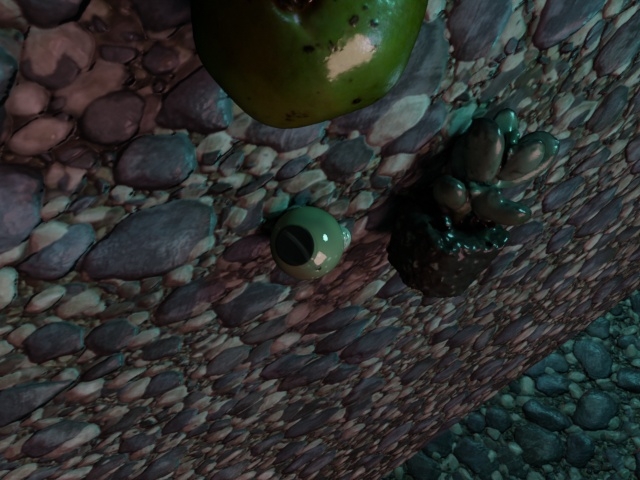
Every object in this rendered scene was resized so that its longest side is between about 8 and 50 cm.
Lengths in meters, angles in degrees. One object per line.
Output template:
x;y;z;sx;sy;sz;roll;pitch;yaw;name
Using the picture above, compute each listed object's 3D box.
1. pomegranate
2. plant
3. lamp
-0.009;-0.173;0.591;0.180;0.180;0.210;-36;-178;2;pomegranate
0.202;-0.048;1.030;0.146;0.149;0.274;-7;139;-43;plant
0.000;0.000;0.963;0.091;0.091;0.163;-46;167;20;lamp
